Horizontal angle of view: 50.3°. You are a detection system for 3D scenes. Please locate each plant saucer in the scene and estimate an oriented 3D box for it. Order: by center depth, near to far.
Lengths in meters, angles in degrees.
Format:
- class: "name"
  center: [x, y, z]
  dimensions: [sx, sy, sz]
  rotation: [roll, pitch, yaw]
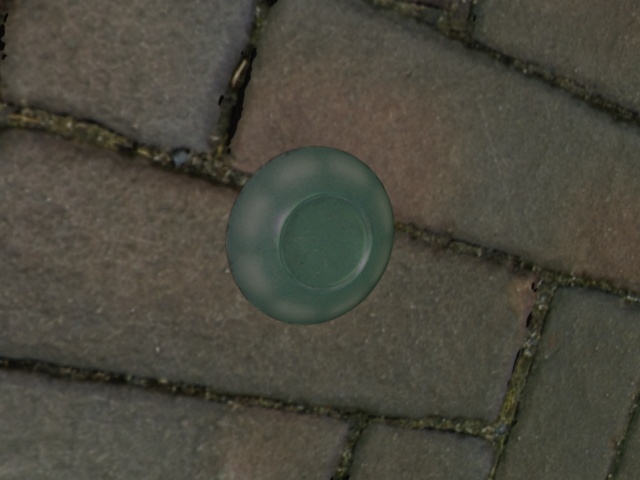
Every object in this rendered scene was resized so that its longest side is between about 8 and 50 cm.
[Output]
- class: "plant saucer"
  center: [0.000, 0.000, 0.713]
  dimensions: [0.195, 0.037, 0.195]
  rotation: [-5, 103, -22]
